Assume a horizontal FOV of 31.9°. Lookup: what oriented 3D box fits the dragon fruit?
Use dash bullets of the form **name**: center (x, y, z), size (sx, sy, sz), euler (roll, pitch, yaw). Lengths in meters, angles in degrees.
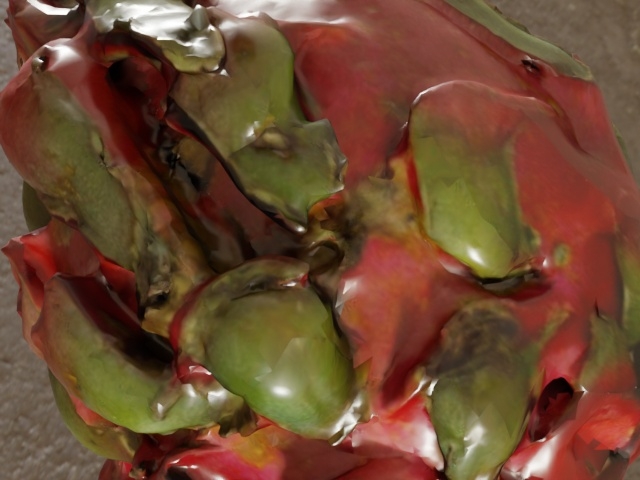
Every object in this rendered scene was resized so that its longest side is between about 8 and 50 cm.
- **dragon fruit**: center (-0.007, 0.004, 0.432), size (0.237, 0.231, 0.303), euler (-31, 82, -40)
